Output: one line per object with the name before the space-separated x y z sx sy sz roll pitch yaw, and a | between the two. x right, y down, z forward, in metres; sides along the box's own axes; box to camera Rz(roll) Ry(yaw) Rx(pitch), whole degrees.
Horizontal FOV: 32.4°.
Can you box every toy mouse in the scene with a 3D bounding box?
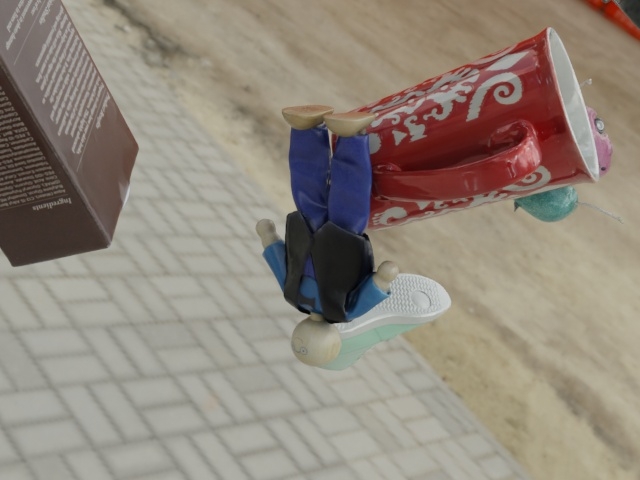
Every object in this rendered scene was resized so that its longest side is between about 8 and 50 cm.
toy mouse | 0.187 -0.058 0.884 0.143 0.161 0.031 48 52 2

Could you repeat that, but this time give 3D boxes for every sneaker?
sneaker | 0.092 0.143 1.871 0.256 0.151 0.094 -12 59 -26

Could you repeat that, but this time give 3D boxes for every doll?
doll | 0.000 0.000 0.792 0.129 0.189 0.046 13 20 37

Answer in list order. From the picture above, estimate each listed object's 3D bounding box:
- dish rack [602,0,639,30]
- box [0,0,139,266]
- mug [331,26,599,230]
dish rack | 0.376 -0.259 1.235 0.208 0.074 0.271 39 20 -26
box | -0.346 -0.175 1.198 0.191 0.143 0.381 -85 157 -48
mug | 0.095 -0.074 0.778 0.150 0.169 0.113 7 69 -66
